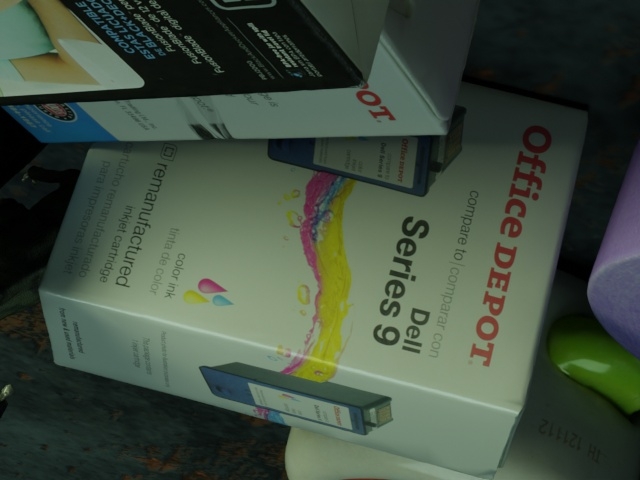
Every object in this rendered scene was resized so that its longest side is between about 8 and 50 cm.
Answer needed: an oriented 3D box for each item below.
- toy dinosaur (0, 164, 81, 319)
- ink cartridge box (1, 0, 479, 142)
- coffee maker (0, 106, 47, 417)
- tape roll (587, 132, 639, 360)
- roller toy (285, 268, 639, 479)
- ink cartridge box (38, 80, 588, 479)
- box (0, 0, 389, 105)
[{"bbox_3d":[-0.165,0.015,0.855,0.118,0.268,0.064,-1,119,31],"label":"toy dinosaur"},{"bbox_3d":[-0.057,-0.109,0.669,0.203,0.086,0.148,0,152,30],"label":"ink cartridge box"},{"bbox_3d":[-0.184,-0.026,0.760,0.120,0.178,0.171,-15,112,23],"label":"coffee maker"},{"bbox_3d":[0.252,0.024,0.704,0.275,0.090,0.275,20,164,6],"label":"tape roll"},{"bbox_3d":[0.083,0.106,0.969,0.191,0.146,0.209,13,156,8],"label":"roller toy"},{"bbox_3d":[0.000,0.000,0.784,0.212,0.154,0.093,15,154,4],"label":"ink cartridge box"},{"bbox_3d":[-0.110,-0.134,0.556,0.290,0.169,0.087,-1,153,30],"label":"box"}]
